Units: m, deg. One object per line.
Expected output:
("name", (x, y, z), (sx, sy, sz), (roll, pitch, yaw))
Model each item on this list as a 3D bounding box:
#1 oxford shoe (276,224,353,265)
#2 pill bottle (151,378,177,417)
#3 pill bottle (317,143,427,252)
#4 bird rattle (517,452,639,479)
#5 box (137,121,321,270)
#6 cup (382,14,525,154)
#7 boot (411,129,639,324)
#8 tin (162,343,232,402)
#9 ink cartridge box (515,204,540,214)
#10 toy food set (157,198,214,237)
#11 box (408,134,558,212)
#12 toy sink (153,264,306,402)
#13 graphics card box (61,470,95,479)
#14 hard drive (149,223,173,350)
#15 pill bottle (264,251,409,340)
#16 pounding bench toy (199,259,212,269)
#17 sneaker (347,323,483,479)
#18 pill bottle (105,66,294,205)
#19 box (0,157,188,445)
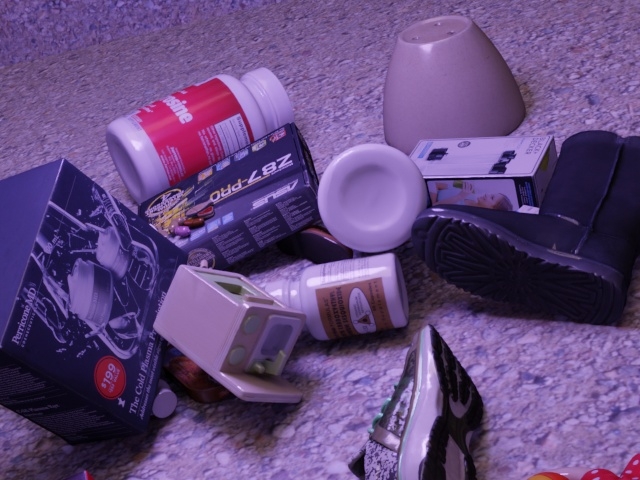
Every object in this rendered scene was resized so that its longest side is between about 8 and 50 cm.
("oxford shoe", (0.000, 0.000, 2.046), (0.076, 0.076, 0.212), (-28, 29, -31))
("pill bottle", (-0.291, 0.255, 1.754), (0.065, 0.065, 0.116), (-34, 33, -29))
("pill bottle", (0.095, -0.076, 1.914), (0.188, 0.187, 0.334), (-14, 1, 3))
("bird rattle", (0.306, 0.318, 1.287), (0.254, 0.143, 0.207), (-32, 16, -31))
("box", (-0.192, -0.063, 2.155), (0.395, 0.097, 0.318), (-27, 30, 8))
("cup", (0.282, -0.370, 2.378), (0.331, 0.236, 0.331), (-12, 30, 7))
("boot", (0.401, -0.071, 1.827), (0.367, 0.146, 0.445), (22, 45, 13))
("tin", (-0.202, 0.218, 1.804), (0.106, 0.040, 0.190), (-33, 33, -21))
("ink cartridge box", (0.401, -0.037, 1.947), (0.083, 0.028, 0.048), (16, 42, 45))
("toy food set", (-0.256, -0.036, 2.057), (0.122, 0.019, 0.078), (-27, 29, -9))
("box", (0.315, -0.133, 2.098), (0.290, 0.087, 0.169), (2, 34, 29))
("toy sink", (-0.125, 0.145, 1.682), (0.234, 0.131, 0.153), (32, 12, 38))
("graphics card box", (-0.463, 0.477, 1.426), (0.371, 0.094, 0.233), (-22, 29, -8))
("hard drive", (-0.387, 0.142, 1.892), (0.353, 0.047, 0.233), (-32, 71, -27))
("pill bottle", (0.028, 0.102, 1.791), (0.229, 0.131, 0.131), (-11, 29, 11))
("pounding bench toy", (-0.238, 0.080, 2.013), (0.065, 0.083, 0.052), (-13, 29, 4))
("sneaker", (0.115, 0.263, 1.475), (0.182, 0.158, 0.410), (-25, 20, 22))
("pill bottle", (-0.276, -0.251, 2.463), (0.408, 0.229, 0.229), (-28, 31, -21))
("box", (-0.405, 0.105, 1.680), (0.179, 0.312, 0.343), (-15, 51, 33))
